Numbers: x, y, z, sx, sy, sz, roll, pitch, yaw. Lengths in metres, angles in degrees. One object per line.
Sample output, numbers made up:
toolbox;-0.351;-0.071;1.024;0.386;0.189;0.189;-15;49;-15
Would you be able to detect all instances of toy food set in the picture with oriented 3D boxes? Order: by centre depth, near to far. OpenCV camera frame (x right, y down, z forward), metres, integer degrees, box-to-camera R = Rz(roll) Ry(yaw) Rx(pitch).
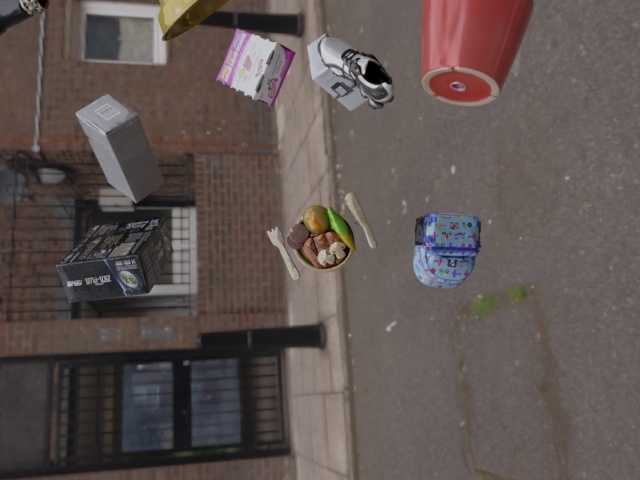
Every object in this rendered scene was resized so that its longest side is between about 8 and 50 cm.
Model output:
toy food set;0.000;0.000;1.154;0.132;0.192;0.038;63;-161;-7

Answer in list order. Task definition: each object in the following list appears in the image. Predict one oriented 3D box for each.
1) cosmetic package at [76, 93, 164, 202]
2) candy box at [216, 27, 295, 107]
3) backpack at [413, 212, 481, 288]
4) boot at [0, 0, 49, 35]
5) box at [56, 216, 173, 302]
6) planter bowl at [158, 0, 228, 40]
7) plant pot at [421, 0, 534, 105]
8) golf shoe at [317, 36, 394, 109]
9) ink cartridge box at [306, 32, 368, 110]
cosmetic package;-0.481;-0.219;1.488;0.127;0.107;0.238;32;148;27
candy box;-0.180;-0.472;1.666;0.233;0.071;0.159;38;107;48
backpack;0.304;0.027;1.475;0.117;0.158;0.173;147;130;-80
boot;-0.683;-0.535;1.339;0.085;0.178;0.236;54;-166;-55
box;-0.368;0.032;1.121;0.180;0.147;0.078;-89;-10;-67
planter bowl;-0.194;-0.420;0.972;0.090;0.217;0.217;52;177;-15
plant pot;0.370;-0.487;1.526;0.275;0.274;0.243;146;139;-76
golf shoe;0.078;-0.361;1.246;0.198;0.077;0.094;41;164;6
ink cartridge box;0.043;-0.387;1.417;0.063;0.150;0.109;-29;54;28
